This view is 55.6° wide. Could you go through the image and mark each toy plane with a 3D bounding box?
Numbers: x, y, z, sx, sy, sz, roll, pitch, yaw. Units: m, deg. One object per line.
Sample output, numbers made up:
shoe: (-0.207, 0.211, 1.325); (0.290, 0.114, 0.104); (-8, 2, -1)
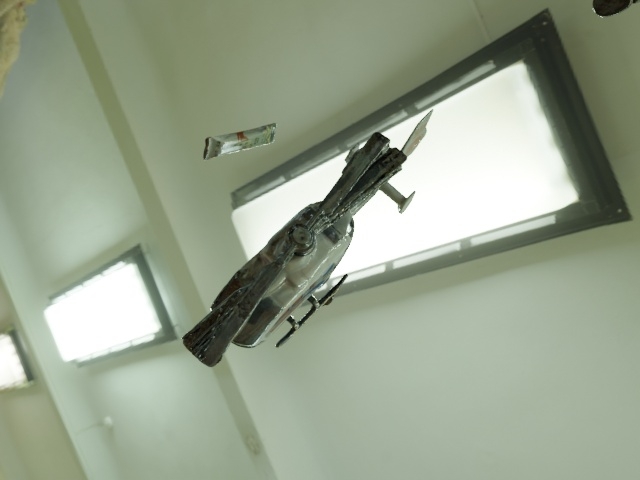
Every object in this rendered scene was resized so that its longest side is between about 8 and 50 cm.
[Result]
toy plane: (0.000, 0.000, 0.361); (0.053, 0.197, 0.078); (43, -16, 10)

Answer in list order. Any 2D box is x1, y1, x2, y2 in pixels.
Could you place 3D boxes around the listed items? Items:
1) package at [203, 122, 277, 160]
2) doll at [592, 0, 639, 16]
package: (-0.104, -0.131, 0.797); (0.015, 0.110, 0.037); (50, -39, 25)
doll: (0.296, -0.273, 0.558); (0.070, 0.195, 0.096); (-10, -62, 55)
